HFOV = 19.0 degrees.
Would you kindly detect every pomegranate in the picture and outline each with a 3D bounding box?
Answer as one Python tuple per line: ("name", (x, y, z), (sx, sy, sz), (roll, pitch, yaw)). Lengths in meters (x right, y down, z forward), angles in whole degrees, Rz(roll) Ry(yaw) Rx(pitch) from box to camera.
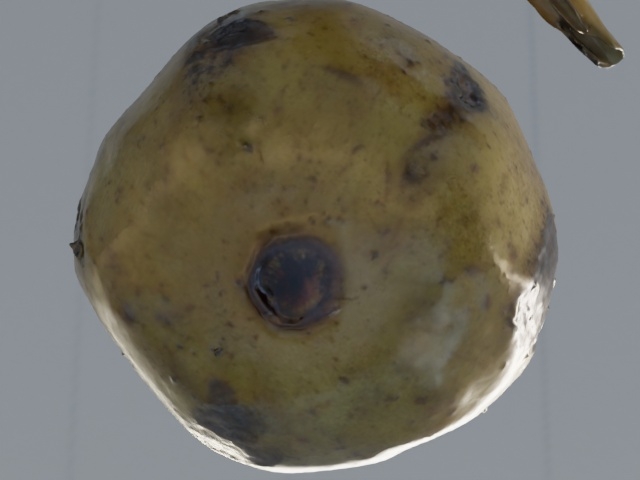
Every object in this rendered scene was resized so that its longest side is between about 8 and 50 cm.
("pomegranate", (0.000, 0.000, 1.116), (0.281, 0.281, 0.281), (-14, -117, 29))

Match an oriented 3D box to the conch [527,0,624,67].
("conch", (0.067, -0.234, 1.043), (0.093, 0.330, 0.109), (-48, -175, -34))
